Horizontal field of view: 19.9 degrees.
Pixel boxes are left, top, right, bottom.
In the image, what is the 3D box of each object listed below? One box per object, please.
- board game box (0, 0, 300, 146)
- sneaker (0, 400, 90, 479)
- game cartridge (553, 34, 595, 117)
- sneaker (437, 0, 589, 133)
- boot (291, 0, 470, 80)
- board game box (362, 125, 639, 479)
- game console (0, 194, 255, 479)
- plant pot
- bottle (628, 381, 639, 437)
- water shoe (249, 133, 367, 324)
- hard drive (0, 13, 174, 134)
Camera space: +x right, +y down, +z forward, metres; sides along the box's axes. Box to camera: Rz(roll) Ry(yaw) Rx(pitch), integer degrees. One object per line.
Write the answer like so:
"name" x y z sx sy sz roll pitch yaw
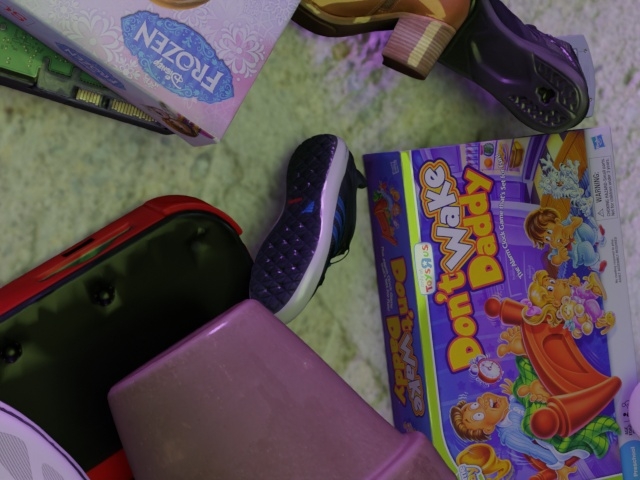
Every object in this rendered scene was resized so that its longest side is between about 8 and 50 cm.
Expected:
"board game box" -0.144 -0.295 1.532 0.319 0.066 0.318 33 76 -21
"sneaker" -0.171 0.321 1.434 0.169 0.257 0.447 -35 109 -21
"game cartridge" 0.246 -0.161 1.811 0.056 0.017 0.083 -7 93 -21
"sneaker" 0.166 -0.186 1.741 0.227 0.130 0.087 40 102 10
"boot" 0.047 -0.252 1.668 0.197 0.073 0.152 26 83 -6
"board game box" 0.179 0.076 1.743 0.233 0.078 0.347 -8 93 -25
"game console" -0.180 0.180 1.595 0.387 0.060 0.342 -32 109 -21
"plant pot" -0.054 0.180 1.507 0.263 0.263 0.229 -33 92 -21
"bottle" 0.416 0.174 1.806 0.283 0.092 0.118 10 81 -43
"water shoe" 0.000 0.000 1.633 0.080 0.073 0.203 46 50 -40
"hard drive" -0.188 -0.283 1.582 0.237 0.064 0.338 15 83 -24
